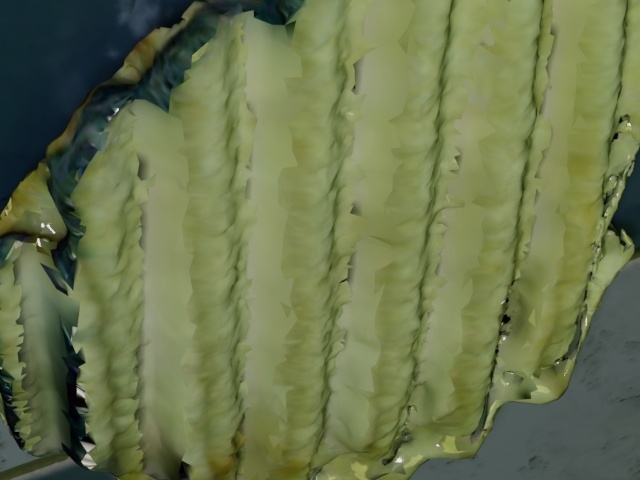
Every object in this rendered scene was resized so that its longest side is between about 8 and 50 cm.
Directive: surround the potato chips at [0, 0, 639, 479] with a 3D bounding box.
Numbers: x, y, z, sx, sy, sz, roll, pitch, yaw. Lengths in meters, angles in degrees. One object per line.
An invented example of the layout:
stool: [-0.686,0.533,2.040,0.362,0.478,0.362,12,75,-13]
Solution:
potato chips: [0.000,0.000,1.004,0.359,0.070,0.429,-10,140,-13]
